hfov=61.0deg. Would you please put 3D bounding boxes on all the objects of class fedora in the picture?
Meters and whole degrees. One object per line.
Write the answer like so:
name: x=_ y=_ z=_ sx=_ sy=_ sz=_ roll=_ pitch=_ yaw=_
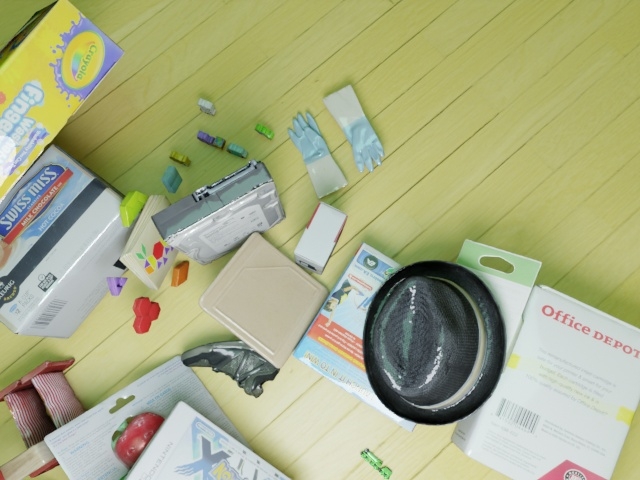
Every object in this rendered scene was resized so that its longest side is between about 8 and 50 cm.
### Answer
fedora: x=0.199 y=0.189 z=1.062 sx=0.334 sy=0.152 sz=0.334 roll=-8 pitch=72 yaw=25

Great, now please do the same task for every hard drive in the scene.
hard drive: x=-0.196 y=-0.046 z=1.159 sx=0.237 sy=0.339 sz=0.064 roll=-30 pitch=80 yaw=-6

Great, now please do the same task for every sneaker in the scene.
sneaker: x=-0.199 y=0.291 z=1.220 sx=0.228 sy=0.087 sz=0.130 roll=-3 pitch=72 yaw=-5

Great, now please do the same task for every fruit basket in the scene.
fruit basket: x=-0.323 y=0.458 z=1.122 sx=0.353 sy=0.165 sz=0.327 roll=45 pitch=45 yaw=16

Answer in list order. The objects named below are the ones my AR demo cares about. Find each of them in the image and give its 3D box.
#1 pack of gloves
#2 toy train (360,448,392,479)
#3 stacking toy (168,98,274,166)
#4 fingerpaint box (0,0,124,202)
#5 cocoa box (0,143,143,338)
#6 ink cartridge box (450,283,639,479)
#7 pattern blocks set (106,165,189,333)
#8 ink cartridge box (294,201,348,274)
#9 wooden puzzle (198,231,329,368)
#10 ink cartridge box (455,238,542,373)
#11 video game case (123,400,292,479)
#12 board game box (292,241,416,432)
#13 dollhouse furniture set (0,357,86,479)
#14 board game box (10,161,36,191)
pack of gloves: x=0.039 y=-0.241 z=1.353 sx=0.195 sy=0.046 sz=0.232 roll=-27 pitch=76 yaw=8
toy train: x=0.124 y=0.497 z=1.209 sx=0.083 sy=0.017 sz=0.023 roll=41 pitch=73 yaw=8
stacking toy: x=-0.242 y=-0.235 z=1.347 sx=0.221 sy=0.052 sz=0.167 roll=24 pitch=82 yaw=4
fingerpaint box: x=-0.681 y=-0.306 z=1.205 sx=0.163 sy=0.371 sz=0.445 roll=42 pitch=80 yaw=-37
cocoa box: x=-0.578 y=0.011 z=1.210 sx=0.228 sy=0.231 sz=0.347 roll=37 pitch=82 yaw=9
ink cartridge box: x=0.493 y=0.328 z=1.160 sx=0.279 sy=0.160 sz=0.384 roll=26 pitch=81 yaw=7
pattern blocks set: x=-0.362 y=0.008 z=1.192 sx=0.026 sy=0.285 sz=0.325 roll=5 pitch=44 yaw=19
ink cartridge box: x=0.000 y=0.000 z=1.230 sx=0.072 sy=0.175 sz=0.127 roll=25 pitch=81 yaw=3
wooden puzzle: x=-0.122 y=0.132 z=1.221 sx=0.239 sy=0.044 sz=0.221 roll=41 pitch=61 yaw=-9
ink cartridge box: x=0.340 y=0.133 z=1.134 sx=0.171 sy=0.056 sz=0.235 roll=20 pitch=78 yaw=31
video game case: x=-0.214 y=0.514 z=1.002 sx=0.329 sy=0.036 sz=0.300 roll=39 pitch=48 yaw=-9
board game box: x=0.146 y=0.213 z=1.229 sx=0.308 sy=0.086 sz=0.302 roll=32 pitch=81 yaw=7
dollhouse furniture set: x=-0.599 y=0.370 z=1.071 sx=0.152 sy=0.374 sz=0.201 roll=-33 pitch=82 yaw=-1
board game box: x=-0.737 y=-0.079 z=1.330 sx=0.160 sy=0.039 sz=0.211 roll=40 pitch=83 yaw=8
